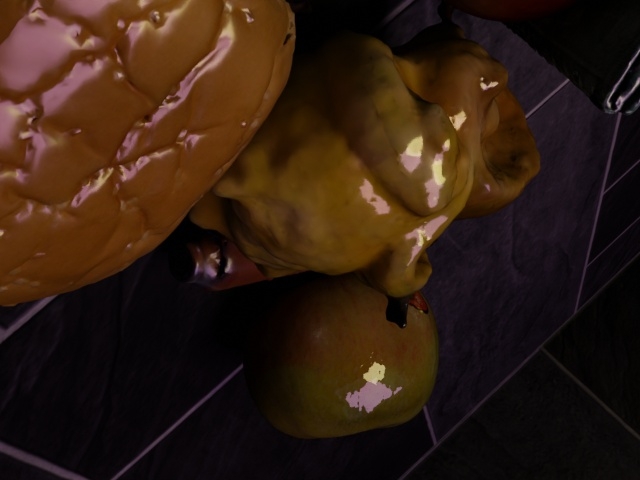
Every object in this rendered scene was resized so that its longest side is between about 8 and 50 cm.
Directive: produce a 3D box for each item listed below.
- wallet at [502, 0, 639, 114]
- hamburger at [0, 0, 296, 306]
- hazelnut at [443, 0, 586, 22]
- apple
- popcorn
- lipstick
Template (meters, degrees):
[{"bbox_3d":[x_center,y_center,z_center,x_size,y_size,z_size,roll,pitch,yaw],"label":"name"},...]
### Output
[{"bbox_3d":[0.271,-0.261,0.766,0.075,0.342,0.237,23,113,-18],"label":"wallet"},{"bbox_3d":[-0.169,-0.094,0.523,0.318,0.158,0.318,-33,150,-22],"label":"hamburger"},{"bbox_3d":[0.150,-0.283,0.673,0.229,0.229,0.229,-34,152,-21],"label":"hazelnut"},{"bbox_3d":[0.027,0.140,1.063,0.261,0.194,0.261,-10,170,-2],"label":"apple"},{"bbox_3d":[0.042,-0.064,0.740,0.316,0.281,0.297,-11,-179,-14],"label":"popcorn"},{"bbox_3d":[0.000,0.000,0.998,0.418,0.077,0.077,-8,136,-49],"label":"lipstick"}]
